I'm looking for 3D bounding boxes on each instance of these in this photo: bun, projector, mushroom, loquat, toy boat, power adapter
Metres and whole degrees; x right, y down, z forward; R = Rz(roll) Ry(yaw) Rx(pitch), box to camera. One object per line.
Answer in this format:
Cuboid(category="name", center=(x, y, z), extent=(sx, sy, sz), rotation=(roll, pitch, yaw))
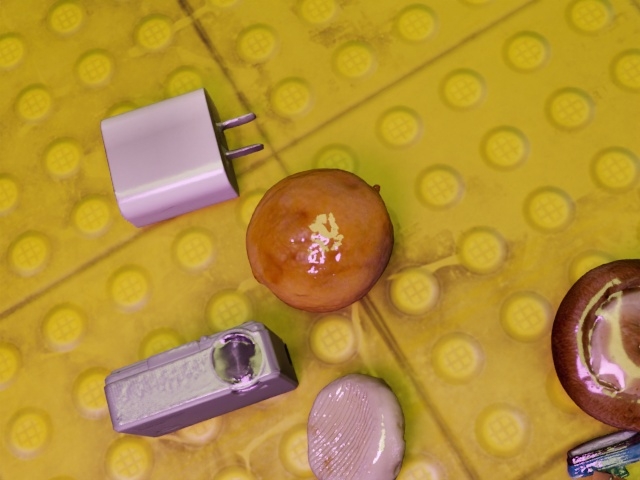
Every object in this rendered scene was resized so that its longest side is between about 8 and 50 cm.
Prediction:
Cuboid(category="bun", center=(0.063, 0.294, 1.247), extent=(0.183, 0.102, 0.183), rotation=(-17, 64, 39))
Cuboid(category="projector", center=(-0.177, 0.211, 1.256), extent=(0.257, 0.192, 0.099), rotation=(-19, 74, 3))
Cuboid(category="mushroom", center=(0.459, 0.155, 1.204), extent=(0.253, 0.153, 0.253), rotation=(-1, 76, 5))
Cuboid(category="loquat", center=(0.000, 0.000, 1.289), extent=(0.238, 0.193, 0.238), rotation=(-4, 68, 9))
Cuboid(category="toy boat", center=(0.430, 0.320, 1.215), extent=(0.137, 0.060, 0.060), rotation=(-23, 100, 4))
Cuboid(category="power adapter", center=(-0.224, -0.148, 1.396), extent=(0.255, 0.124, 0.187), rotation=(-17, 74, 4))

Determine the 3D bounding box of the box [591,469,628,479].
Cuboid(category="box", center=(0.474, 0.439, 1.143), extent=(0.240, 0.071, 0.159), rotation=(24, 76, -1))
